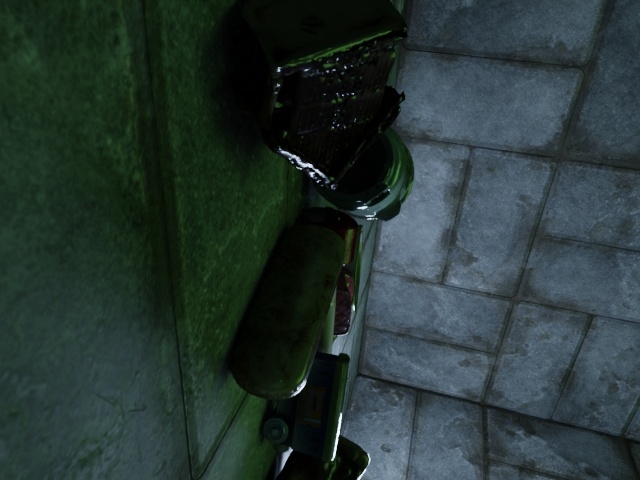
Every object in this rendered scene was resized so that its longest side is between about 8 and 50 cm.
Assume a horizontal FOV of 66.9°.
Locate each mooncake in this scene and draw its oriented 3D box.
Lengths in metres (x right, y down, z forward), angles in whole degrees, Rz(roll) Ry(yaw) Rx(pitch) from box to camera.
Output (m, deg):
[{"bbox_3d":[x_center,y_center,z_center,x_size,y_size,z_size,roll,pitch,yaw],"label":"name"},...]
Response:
[{"bbox_3d":[-0.032,0.796,1.496,0.393,0.246,0.394,-62,169,-9],"label":"mooncake"}]

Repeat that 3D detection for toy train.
[{"bbox_3d":[-0.035,0.429,1.303,0.131,0.202,0.300,3,96,-80],"label":"toy train"}]

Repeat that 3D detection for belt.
[{"bbox_3d":[0.024,-0.025,1.277,0.201,0.128,0.124,-134,-133,-63],"label":"belt"}]

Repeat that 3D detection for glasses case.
[{"bbox_3d":[-0.058,0.133,1.040,0.098,0.156,0.425,89,16,-49],"label":"glasses case"}]

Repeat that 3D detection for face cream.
[{"bbox_3d":[-0.013,0.198,1.383,0.173,0.081,0.348,-131,-143,-51],"label":"face cream"}]

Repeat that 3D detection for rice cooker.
[{"bbox_3d":[0.118,-0.192,1.324,0.264,0.317,0.316,-38,174,11],"label":"rice cooker"}]

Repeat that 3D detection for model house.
[{"bbox_3d":[-0.027,-0.270,0.824,0.282,0.297,0.317,100,-30,-52],"label":"model house"}]

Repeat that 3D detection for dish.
[{"bbox_3d":[0.081,0.097,1.776,0.324,0.124,0.324,5,90,-83],"label":"dish"}]

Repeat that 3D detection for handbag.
[{"bbox_3d":[0.032,0.195,1.560,0.135,0.146,0.225,-73,167,-53],"label":"handbag"}]

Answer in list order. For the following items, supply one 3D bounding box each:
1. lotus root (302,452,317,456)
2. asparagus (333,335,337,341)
[{"bbox_3d":[-0.045,0.561,1.506,0.235,0.138,0.119,-149,-117,-83],"label":"lotus root"},{"bbox_3d":[0.023,0.341,1.789,0.082,0.085,0.343,67,32,-46],"label":"asparagus"}]
